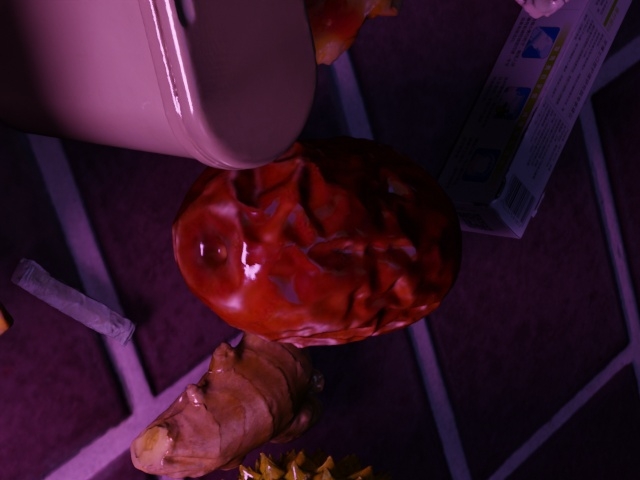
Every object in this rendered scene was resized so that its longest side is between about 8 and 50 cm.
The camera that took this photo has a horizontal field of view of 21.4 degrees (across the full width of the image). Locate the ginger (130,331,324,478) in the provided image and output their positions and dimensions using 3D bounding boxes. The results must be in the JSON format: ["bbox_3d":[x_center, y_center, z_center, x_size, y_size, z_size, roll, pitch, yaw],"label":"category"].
[{"bbox_3d":[-0.062,0.127,1.381,0.205,0.081,0.115,-17,140,-51],"label":"ginger"}]

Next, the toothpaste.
[{"bbox_3d":[0.215,-0.161,1.614,0.067,0.081,0.336,44,66,-41],"label":"toothpaste"}]

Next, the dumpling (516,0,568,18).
[{"bbox_3d":[0.197,-0.296,1.554,0.127,0.108,0.188,-10,83,-36],"label":"dumpling"}]

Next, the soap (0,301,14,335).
[{"bbox_3d":[-0.357,0.034,0.986,0.259,0.143,0.281,-41,139,-13],"label":"soap"}]

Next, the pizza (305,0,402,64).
[{"bbox_3d":[0.034,-0.282,1.310,0.440,0.130,0.406,18,100,-18],"label":"pizza"}]

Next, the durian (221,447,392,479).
[{"bbox_3d":[-0.005,0.290,1.365,0.291,0.224,0.291,-7,133,-8],"label":"durian"}]

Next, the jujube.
[{"bbox_3d":[0.000,0.000,1.362,0.250,0.174,0.174,-8,102,-44],"label":"jujube"}]

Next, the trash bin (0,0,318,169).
[{"bbox_3d":[-0.136,-0.172,1.139,0.121,0.247,0.243,-30,116,-39],"label":"trash bin"}]

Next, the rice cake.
[{"bbox_3d":[-0.186,0.047,1.284,0.121,0.021,0.022,36,81,-43],"label":"rice cake"}]
